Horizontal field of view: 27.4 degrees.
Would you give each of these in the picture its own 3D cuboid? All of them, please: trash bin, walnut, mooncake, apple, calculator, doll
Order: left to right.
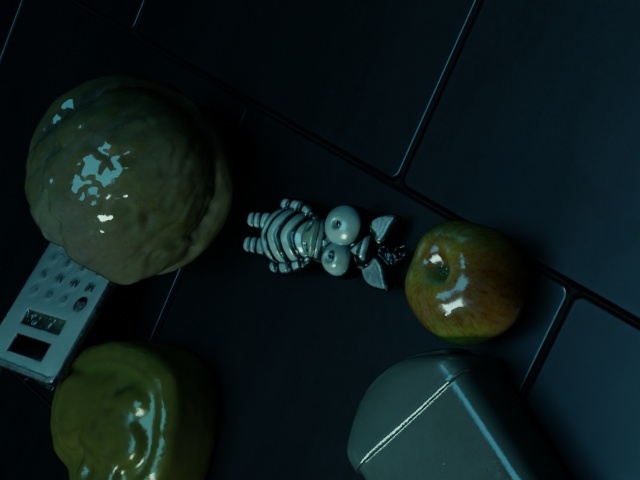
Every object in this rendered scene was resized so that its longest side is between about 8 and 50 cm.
[{"bbox_3d":[-0.325,0.061,1.683,0.161,0.021,0.261,11,66,41],"label":"calculator"},{"bbox_3d":[-0.228,0.226,1.593,0.235,0.117,0.234,-8,77,41],"label":"mooncake"},{"bbox_3d":[-0.219,-0.078,1.544,0.248,0.248,0.248,-6,80,39],"label":"walnut"},{"bbox_3d":[0.000,0.000,1.465,0.219,0.067,0.091,7,85,38],"label":"doll"},{"bbox_3d":[0.138,0.224,1.303,0.176,0.101,0.236,-46,60,23],"label":"trash bin"},{"bbox_3d":[0.145,0.044,1.315,0.126,0.102,0.126,-12,70,37],"label":"apple"}]
